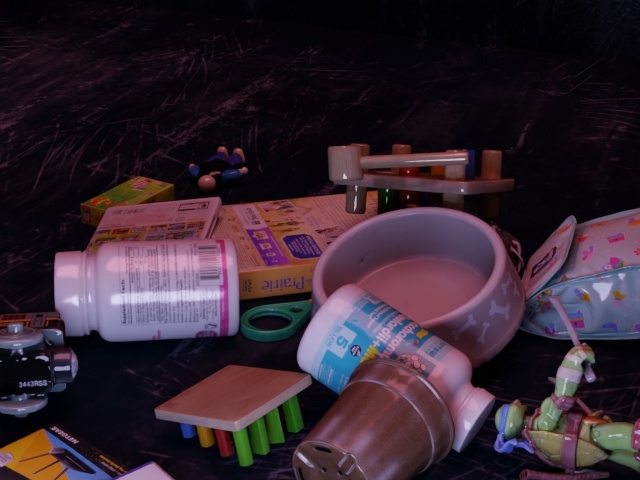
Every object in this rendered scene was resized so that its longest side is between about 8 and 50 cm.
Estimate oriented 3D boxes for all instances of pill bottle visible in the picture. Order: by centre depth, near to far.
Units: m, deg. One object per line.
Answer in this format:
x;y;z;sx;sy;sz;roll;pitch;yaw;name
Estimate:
0.109;0.184;1.679;0.264;0.146;0.146;32;34;17;pill bottle
-0.275;0.079;1.915;0.283;0.160;0.160;-2;25;-8;pill bottle

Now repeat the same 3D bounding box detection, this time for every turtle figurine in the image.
0.387;0.217;1.606;0.266;0.197;0.275;18;33;25;turtle figurine

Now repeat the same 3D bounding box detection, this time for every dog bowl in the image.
0.145;0.074;1.899;0.349;0.102;0.348;-9;37;7;dog bowl

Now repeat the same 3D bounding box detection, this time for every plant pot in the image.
0.060;0.265;1.544;0.167;0.167;0.165;17;37;31;plant pot

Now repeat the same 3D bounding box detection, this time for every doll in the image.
-0.215;-0.150;2.561;0.129;0.046;0.189;6;25;13;doll

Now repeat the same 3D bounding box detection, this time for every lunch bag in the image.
0.453;0.062;2.001;0.262;0.160;0.223;-10;24;22;lunch bag

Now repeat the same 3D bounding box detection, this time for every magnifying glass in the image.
-0.033;0.119;2.009;0.231;0.026;0.092;-20;32;-36;magnifying glass

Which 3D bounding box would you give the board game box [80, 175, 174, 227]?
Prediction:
-0.380;-0.073;2.386;0.092;0.043;0.181;14;27;27;board game box

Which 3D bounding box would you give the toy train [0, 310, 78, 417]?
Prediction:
-0.517;0.177;1.736;0.334;0.142;0.190;-4;13;-7;toy train

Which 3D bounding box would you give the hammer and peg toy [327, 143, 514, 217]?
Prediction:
0.168;-0.099;2.092;0.266;0.127;0.361;6;6;26;hammer and peg toy

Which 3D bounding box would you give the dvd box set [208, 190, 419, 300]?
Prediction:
0.000;0.000;2.223;0.420;0.062;0.307;-6;25;-16;dvd box set

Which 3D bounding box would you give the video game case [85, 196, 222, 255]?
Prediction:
-0.307;-0.005;2.175;0.227;0.026;0.206;-5;33;13;video game case

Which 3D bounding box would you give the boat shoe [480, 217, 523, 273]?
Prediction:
0.309;0.030;2.118;0.102;0.108;0.301;-11;19;-4;boat shoe

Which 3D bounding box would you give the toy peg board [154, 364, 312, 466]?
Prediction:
-0.115;0.246;1.682;0.161;0.079;0.161;1;18;40;toy peg board

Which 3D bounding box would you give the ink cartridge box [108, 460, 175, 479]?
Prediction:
-0.223;0.394;1.343;0.304;0.072;0.307;-20;30;-36;ink cartridge box

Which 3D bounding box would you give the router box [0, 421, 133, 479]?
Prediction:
-0.337;0.309;1.542;0.179;0.046;0.133;21;31;36;router box
